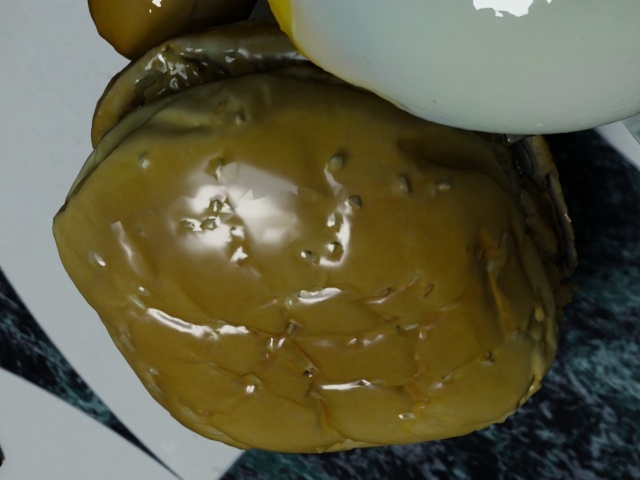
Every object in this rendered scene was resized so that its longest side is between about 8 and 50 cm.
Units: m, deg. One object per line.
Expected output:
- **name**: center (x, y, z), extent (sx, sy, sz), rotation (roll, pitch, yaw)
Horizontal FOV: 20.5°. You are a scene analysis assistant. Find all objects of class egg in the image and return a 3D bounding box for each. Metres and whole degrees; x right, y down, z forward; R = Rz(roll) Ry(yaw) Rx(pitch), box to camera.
- **egg**: center (0.093, -0.182, 0.832), extent (0.286, 0.174, 0.264), rotation (27, 95, 0)

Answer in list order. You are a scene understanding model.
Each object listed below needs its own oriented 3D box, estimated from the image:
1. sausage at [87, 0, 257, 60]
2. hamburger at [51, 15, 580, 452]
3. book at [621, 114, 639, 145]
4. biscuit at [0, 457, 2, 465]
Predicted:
- **sausage**: center (-0.046, -0.237, 0.984), extent (0.112, 0.112, 0.328), rotation (33, 129, 6)
- **hamburger**: center (0.000, 0.000, 1.037), extent (0.319, 0.158, 0.318), rotation (5, 140, 4)
- **book**: center (0.333, -0.053, 0.918), extent (0.310, 0.021, 0.217), rotation (-21, 121, 39)
- **biscuit**: center (-0.430, 0.131, 1.511), extent (0.359, 0.046, 0.359), rotation (16, 129, 21)
